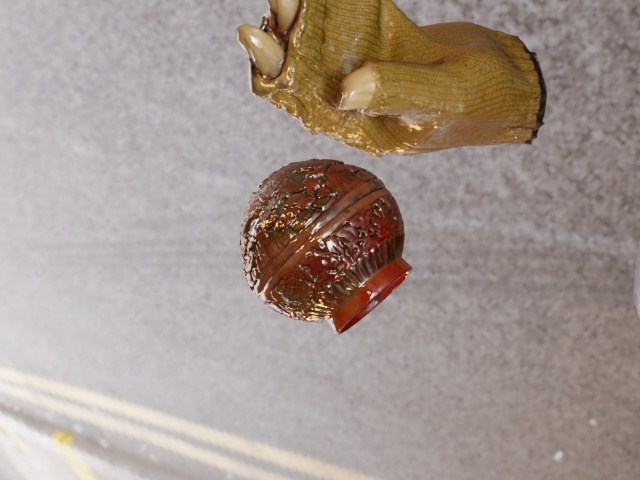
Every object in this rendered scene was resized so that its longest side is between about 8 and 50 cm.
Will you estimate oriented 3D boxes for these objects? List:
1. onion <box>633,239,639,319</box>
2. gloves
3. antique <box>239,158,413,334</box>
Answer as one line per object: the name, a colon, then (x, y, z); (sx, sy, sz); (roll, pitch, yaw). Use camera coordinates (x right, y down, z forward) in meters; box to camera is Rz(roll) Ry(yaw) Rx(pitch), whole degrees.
onion: (0.360, 0.074, 0.835); (0.347, 0.347, 0.285); (17, 106, 51)
gloves: (0.071, -0.168, 1.342); (0.155, 0.356, 0.203); (-53, 39, 31)
antique: (0.000, 0.000, 0.767); (0.104, 0.104, 0.104); (38, 157, 19)
